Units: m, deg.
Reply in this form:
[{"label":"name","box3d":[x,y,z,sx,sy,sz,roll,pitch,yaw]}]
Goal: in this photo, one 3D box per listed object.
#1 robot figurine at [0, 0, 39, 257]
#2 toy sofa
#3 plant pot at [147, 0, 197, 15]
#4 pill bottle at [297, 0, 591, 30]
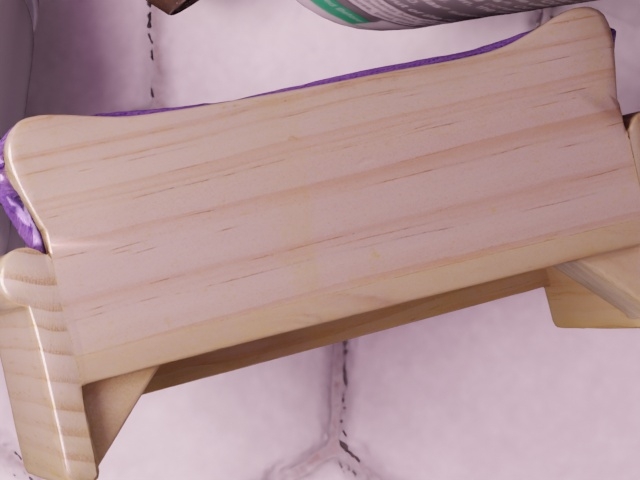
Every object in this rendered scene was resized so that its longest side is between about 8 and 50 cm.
[{"label":"robot figurine","box3d":[-0.274,-0.088,1.001,0.200,0.300,0.353,-17,50,22]},{"label":"toy sofa","box3d":[0.000,0.000,0.906,0.363,0.150,0.177,-14,90,-18]},{"label":"plant pot","box3d":[-0.116,-0.258,1.017,0.215,0.215,0.230,-34,96,15]},{"label":"pill bottle","box3d":[0.129,-0.219,0.842,0.361,0.204,0.204,1,91,52]}]
